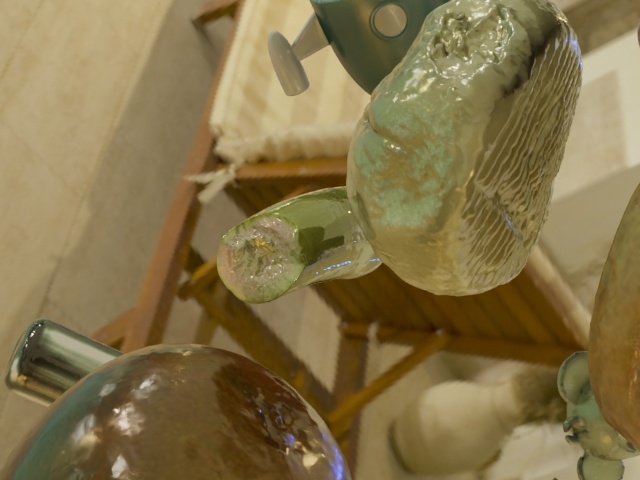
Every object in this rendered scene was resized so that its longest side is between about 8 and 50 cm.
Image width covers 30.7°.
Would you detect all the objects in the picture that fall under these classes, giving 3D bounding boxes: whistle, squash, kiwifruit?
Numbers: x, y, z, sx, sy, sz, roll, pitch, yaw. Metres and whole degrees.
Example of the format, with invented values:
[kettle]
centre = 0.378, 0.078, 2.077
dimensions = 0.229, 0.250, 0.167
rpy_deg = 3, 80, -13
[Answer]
[whistle]
centre = 0.290, 0.115, 0.923
dimensions = 0.235, 0.077, 0.114
rpy_deg = -17, 96, -22
[squash]
centre = 0.000, 0.000, 0.936
dimensions = 0.083, 0.083, 0.250
rpy_deg = 65, 20, 3
[kiwifruit]
centre = -0.091, 0.172, 0.614
dimensions = 0.196, 0.234, 0.196
rpy_deg = 28, 24, -14

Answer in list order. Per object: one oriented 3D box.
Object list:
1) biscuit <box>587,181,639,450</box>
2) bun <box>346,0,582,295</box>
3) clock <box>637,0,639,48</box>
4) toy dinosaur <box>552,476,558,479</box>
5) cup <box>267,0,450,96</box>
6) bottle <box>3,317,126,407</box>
[biscuit]
centre = 0.303, -0.009, 0.667
dimensions = 0.287, 0.344, 0.057
rpy_deg = 20, 13, -27
[bun]
centre = 0.098, -0.074, 0.818
dimensions = 0.220, 0.134, 0.220
rpy_deg = -46, 146, -44
[clock]
centre = 0.341, -0.235, 0.816
dimensions = 0.113, 0.295, 0.322
rpy_deg = 98, -1, -56
[toy dinosaur]
centre = 0.116, 0.304, 1.147
dimensions = 0.248, 0.188, 0.075
rpy_deg = -45, 141, -28
[cup]
centre = 0.090, -0.240, 1.359
dimensions = 0.167, 0.299, 0.173
rpy_deg = -94, 160, -64
[bottle]
centre = -0.187, 0.165, 1.155
dimensions = 0.253, 0.096, 0.079
rpy_deg = 26, 9, -17
